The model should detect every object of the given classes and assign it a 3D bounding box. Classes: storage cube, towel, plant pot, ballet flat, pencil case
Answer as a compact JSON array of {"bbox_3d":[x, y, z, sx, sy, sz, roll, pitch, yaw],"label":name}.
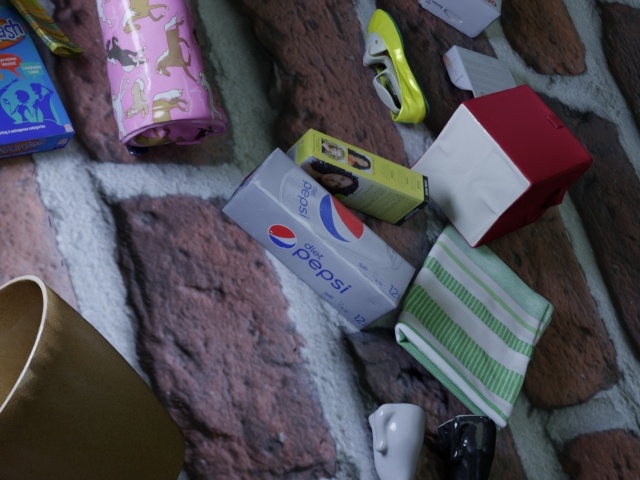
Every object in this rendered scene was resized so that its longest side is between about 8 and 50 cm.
[{"bbox_3d":[0.310,-0.129,1.751,0.193,0.183,0.215,-20,67,-42],"label":"storage cube"},{"bbox_3d":[0.254,0.128,1.653,0.248,0.038,0.325,42,41,-5],"label":"towel"},{"bbox_3d":[-0.279,0.203,1.125,0.254,0.237,0.237,38,47,-32],"label":"plant pot"},{"bbox_3d":[0.120,-0.309,1.814,0.077,0.077,0.230,-15,76,-24],"label":"ballet flat"},{"bbox_3d":[-0.244,-0.322,1.434,0.160,0.167,0.386,-11,86,-39],"label":"pencil case"},{"bbox_3d":[-0.425,-0.352,1.417,0.237,0.021,0.102,51,5,-1],"label":"towel"}]

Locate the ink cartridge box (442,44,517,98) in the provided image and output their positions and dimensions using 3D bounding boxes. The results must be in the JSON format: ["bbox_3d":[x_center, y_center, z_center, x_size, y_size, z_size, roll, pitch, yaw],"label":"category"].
[{"bbox_3d":[0.323,-0.283,1.954,0.145,0.045,0.179,9,54,-33],"label":"ink cartridge box"}]

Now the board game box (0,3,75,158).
[{"bbox_3d":[-0.441,-0.210,1.344,0.160,0.047,0.210,-18,75,-42],"label":"board game box"}]

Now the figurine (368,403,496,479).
[{"bbox_3d":[0.161,0.351,1.452,0.215,0.092,0.209,14,61,-29],"label":"figurine"}]

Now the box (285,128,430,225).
[{"bbox_3d":[0.059,-0.098,1.633,0.232,0.087,0.058,18,53,-27],"label":"box"}]

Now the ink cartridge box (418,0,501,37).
[{"bbox_3d":[0.289,-0.535,2.059,0.153,0.087,0.208,26,52,-22],"label":"ink cartridge box"}]

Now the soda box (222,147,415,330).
[{"bbox_3d":[0.000,0.000,1.522,0.286,0.098,0.091,41,47,-10],"label":"soda box"}]
